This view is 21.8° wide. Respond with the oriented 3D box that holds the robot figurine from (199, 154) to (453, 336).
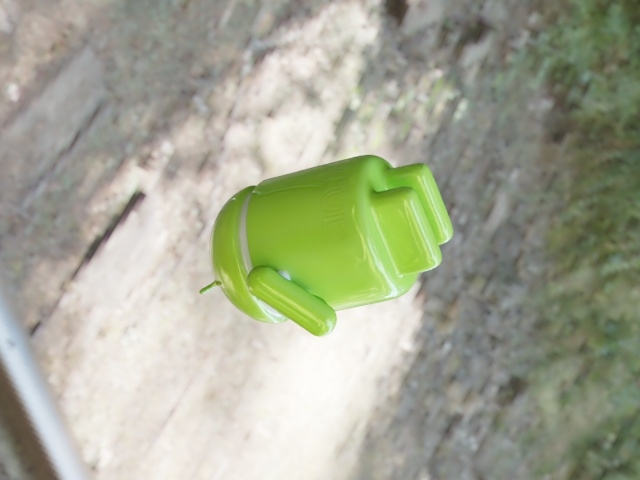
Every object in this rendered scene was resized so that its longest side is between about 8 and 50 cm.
[{"bbox_3d":[0.000,0.000,0.756,0.067,0.115,0.101,66,26,-22],"label":"robot figurine"}]
